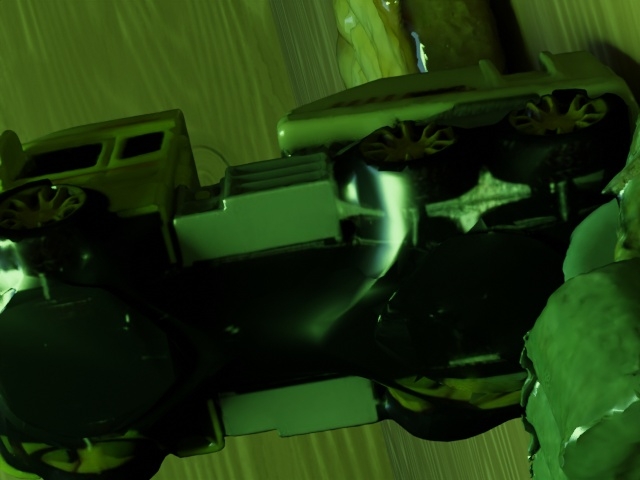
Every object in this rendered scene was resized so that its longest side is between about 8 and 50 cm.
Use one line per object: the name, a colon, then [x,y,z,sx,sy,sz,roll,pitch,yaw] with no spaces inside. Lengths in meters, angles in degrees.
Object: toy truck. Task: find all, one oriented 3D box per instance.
toy truck: [0.000,0.000,0.836,0.254,0.405,0.180,-94,-7,-64]

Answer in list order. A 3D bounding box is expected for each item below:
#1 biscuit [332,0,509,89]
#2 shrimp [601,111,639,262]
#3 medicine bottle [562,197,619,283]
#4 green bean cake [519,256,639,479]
biscuit: [0.086,-0.119,1.155,0.296,0.102,0.296,167,90,-81]
shrimp: [0.150,-0.050,0.545,0.150,0.051,0.217,111,180,-60]
medicine bottle: [0.173,0.074,0.641,0.135,0.135,0.168,-111,9,-46]
green bean cake: [0.163,0.078,0.485,0.094,0.185,0.183,-111,8,-51]
